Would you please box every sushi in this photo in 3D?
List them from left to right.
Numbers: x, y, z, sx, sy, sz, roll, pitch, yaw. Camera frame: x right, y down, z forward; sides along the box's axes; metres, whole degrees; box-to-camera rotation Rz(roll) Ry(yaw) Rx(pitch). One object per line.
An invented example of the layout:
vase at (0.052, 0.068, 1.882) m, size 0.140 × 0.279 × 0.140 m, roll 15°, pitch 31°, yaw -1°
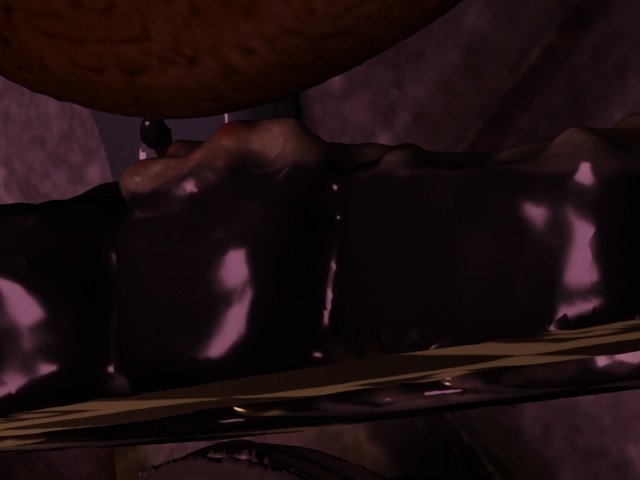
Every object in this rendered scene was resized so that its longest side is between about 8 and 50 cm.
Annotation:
sushi at (0.000, 0.000, 0.569) m, size 0.373 × 0.296 × 0.100 m, roll -12°, pitch 80°, yaw 39°

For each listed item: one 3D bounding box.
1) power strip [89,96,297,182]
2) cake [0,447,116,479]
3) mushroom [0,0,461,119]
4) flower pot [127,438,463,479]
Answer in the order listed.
power strip at (-0.068, -0.042, 0.769) m, size 0.137 × 0.044 × 0.216 m, roll -33°, pitch 78°, yaw 38°
cake at (-0.237, 0.192, 0.811) m, size 0.309 × 0.230 × 0.237 m, roll -38°, pitch 51°, yaw 40°
mushroom at (-0.021, -0.201, 0.557) m, size 0.345 × 0.239 × 0.345 m, roll 9°, pitch 103°, yaw 46°
flower pot at (0.023, 0.171, 0.677) m, size 0.235 × 0.140 × 0.236 m, roll 9°, pitch 104°, yaw 39°
